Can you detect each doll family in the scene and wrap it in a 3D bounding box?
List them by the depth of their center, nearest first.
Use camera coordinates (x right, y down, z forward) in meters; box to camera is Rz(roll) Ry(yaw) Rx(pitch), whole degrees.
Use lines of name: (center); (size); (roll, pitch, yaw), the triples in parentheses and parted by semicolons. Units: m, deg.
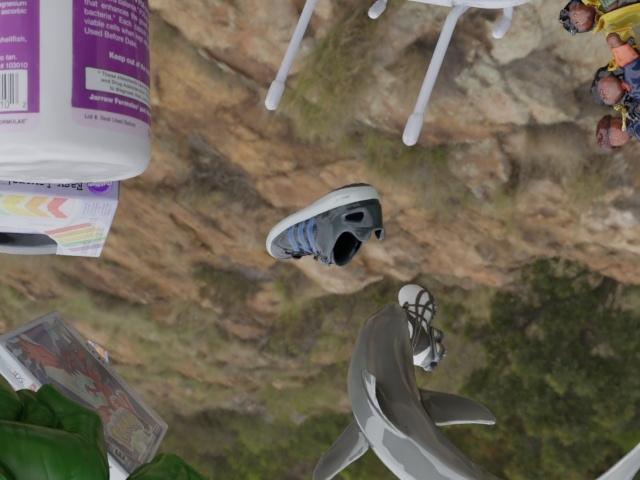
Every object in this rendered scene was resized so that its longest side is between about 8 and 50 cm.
doll family: (0.204, -0.121, 0.511); (0.111, 0.076, 0.193); (-10, 106, 44)

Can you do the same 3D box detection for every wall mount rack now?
wall mount rack: (0.093, -0.272, 1.044); (0.350, 0.304, 0.130); (18, 135, 29)

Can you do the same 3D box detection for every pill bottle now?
pill bottle: (-0.240, -0.209, 0.729); (0.169, 0.302, 0.169); (-1, 177, 0)

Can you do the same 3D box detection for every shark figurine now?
shark figurine: (0.081, 0.133, 0.582); (0.278, 0.166, 0.116); (28, 153, 47)

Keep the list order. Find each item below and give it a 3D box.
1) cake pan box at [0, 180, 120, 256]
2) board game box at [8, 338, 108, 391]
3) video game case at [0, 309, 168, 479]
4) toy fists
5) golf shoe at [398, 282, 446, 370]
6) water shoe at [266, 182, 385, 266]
cake pan box: (-0.419, -0.046, 1.138); (0.245, 0.070, 0.267); (6, 160, -21)
board game box: (-0.350, 0.212, 1.088); (0.133, 0.169, 0.033); (-4, -166, -9)
video game case: (-0.232, 0.152, 0.808); (0.183, 0.023, 0.201); (47, 180, -4)
toy fists: (-0.136, 0.163, 0.474); (0.279, 0.096, 0.142); (34, 178, -16)
golf shoe: (0.153, 0.137, 1.415); (0.094, 0.198, 0.077); (13, 121, -17)
water shoe: (0.000, 0.000, 1.007); (0.073, 0.080, 0.203); (-4, 161, -37)
